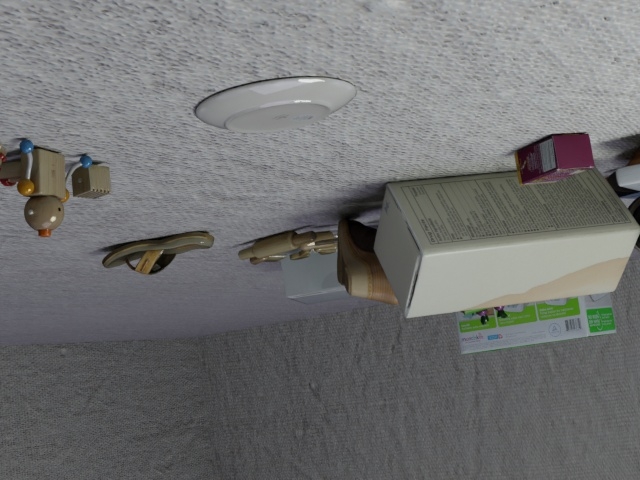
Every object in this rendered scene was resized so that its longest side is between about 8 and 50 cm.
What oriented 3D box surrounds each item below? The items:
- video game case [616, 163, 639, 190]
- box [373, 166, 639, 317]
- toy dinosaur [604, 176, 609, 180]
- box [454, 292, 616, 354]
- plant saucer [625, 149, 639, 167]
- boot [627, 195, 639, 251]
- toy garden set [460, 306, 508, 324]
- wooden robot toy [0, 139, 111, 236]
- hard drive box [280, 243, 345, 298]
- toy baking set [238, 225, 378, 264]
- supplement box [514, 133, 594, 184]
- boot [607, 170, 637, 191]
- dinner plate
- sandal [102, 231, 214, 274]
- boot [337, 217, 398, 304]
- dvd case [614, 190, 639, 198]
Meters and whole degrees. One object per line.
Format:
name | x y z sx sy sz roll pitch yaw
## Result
video game case | 0.509 -0.090 1.314 0.227 0.026 0.206 -11 172 32
box | 0.242 -0.003 1.405 0.311 0.148 0.121 -5 134 -15
toy dinosaur | 0.387 -0.083 1.575 0.082 0.047 0.090 15 124 -49
box | 0.372 0.075 1.916 0.262 0.231 0.126 -15 170 38
plant saucer | 0.501 -0.112 1.410 0.199 0.037 0.200 -8 173 -1
boot | 0.612 -0.018 1.430 0.377 0.138 0.284 -1 -173 14
toy garden set | 0.287 0.071 1.585 0.203 0.049 0.244 -17 -175 -3
wooden robot toy | -0.259 -0.039 0.974 0.076 0.079 0.173 -11 171 20
hard drive box | 0.036 0.059 1.971 0.181 0.089 0.232 -9 173 7
toy baking set | -0.006 0.001 1.742 0.256 0.030 0.196 -16 172 43
supplement box | 0.277 -0.096 1.261 0.055 0.043 0.083 -5 172 -24
boot | 0.476 -0.089 1.572 0.106 0.037 0.114 -7 177 10
dinner plate | -0.037 -0.112 0.914 0.141 0.017 0.141 -9 174 -1
sandal | -0.243 0.025 1.573 0.180 0.049 0.072 -10 172 12
boot | 0.131 0.030 1.548 0.206 0.090 0.248 -1 -160 -5
dvd case | 0.612 -0.094 1.713 0.180 0.022 0.253 -15 169 43
